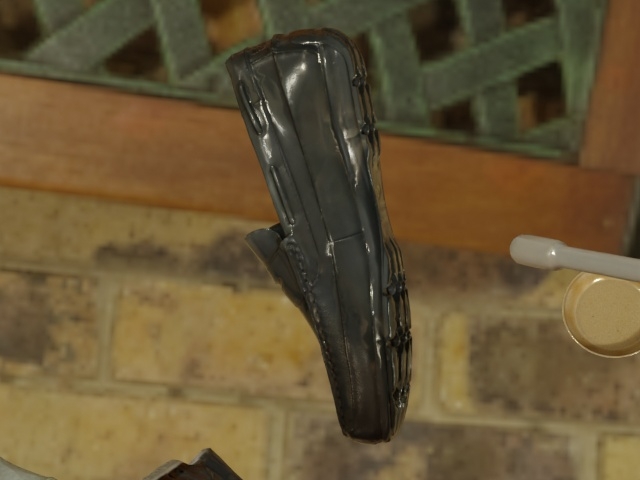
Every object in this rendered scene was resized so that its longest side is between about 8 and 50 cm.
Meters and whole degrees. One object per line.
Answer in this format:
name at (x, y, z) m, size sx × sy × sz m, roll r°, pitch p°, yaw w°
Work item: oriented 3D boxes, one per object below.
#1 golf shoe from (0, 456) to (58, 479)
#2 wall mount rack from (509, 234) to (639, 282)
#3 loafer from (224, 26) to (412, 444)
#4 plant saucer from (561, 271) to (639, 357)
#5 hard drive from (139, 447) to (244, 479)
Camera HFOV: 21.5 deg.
golf shoe at (-0.180, 0.099, 0.647) m, size 0.140 × 0.306 × 0.115 m, roll -31°, pitch -171°, yaw 46°
wall mount rack at (0.290, 0.019, 0.891) m, size 0.304 × 0.130 × 0.350 m, roll -34°, pitch 133°, yaw 30°
loafer at (0.000, 0.000, 0.897) m, size 0.078 × 0.223 × 0.076 m, roll -10°, pitch 180°, yaw 13°
plant saucer at (0.240, 0.059, 1.381) m, size 0.083 × 0.083 × 0.015 m, roll 2°, pitch 157°, yaw 9°
hard drive at (-0.133, 0.177, 0.329) m, size 0.064 × 0.237 × 0.339 m, roll 43°, pitch -161°, yaw 6°
